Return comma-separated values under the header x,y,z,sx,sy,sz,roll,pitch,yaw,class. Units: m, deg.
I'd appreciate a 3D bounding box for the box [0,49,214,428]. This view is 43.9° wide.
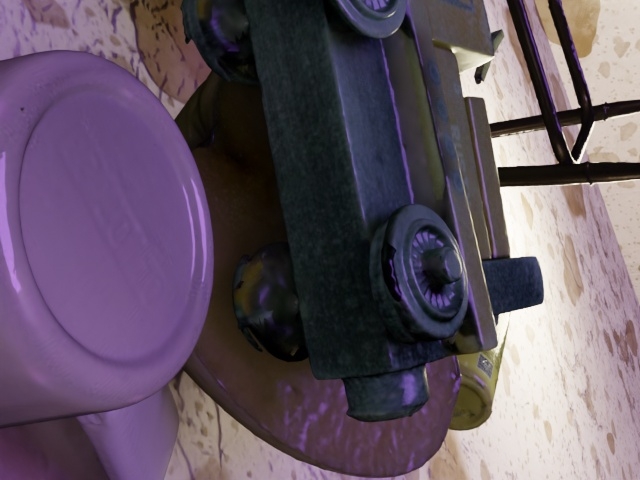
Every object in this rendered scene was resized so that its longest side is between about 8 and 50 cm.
x,y,z,sx,sy,sz,roll,pitch,yaw,class
-0.189,0.027,0.421,0.262,0.206,0.292,38,47,-56,box

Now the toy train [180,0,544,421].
x,y,z,sx,sy,sz,roll,pitch,yaw,class
0.049,-0.072,0.614,0.253,0.160,0.398,-4,81,-51,toy train

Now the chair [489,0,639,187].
x,y,z,sx,sy,sz,roll,pitch,yaw,class
0.176,-0.234,0.999,0.364,0.409,0.362,-43,114,-59,chair

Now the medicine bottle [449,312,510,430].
x,y,z,sx,sy,sz,roll,pitch,yaw,class
0.216,0.161,1.195,0.124,0.124,0.239,62,30,-23,medicine bottle

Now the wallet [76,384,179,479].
x,y,z,sx,sy,sz,roll,pitch,yaw,class
-0.137,0.129,0.583,0.190,0.033,0.095,89,8,-48,wallet

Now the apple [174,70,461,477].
x,y,z,sx,sy,sz,roll,pitch,yaw,class
0.000,0.000,0.711,0.360,0.312,0.320,34,12,-32,apple

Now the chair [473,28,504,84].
x,y,z,sx,sy,sz,roll,pitch,yaw,class
0.240,-0.382,1.468,0.147,0.136,0.270,63,32,-23,chair
